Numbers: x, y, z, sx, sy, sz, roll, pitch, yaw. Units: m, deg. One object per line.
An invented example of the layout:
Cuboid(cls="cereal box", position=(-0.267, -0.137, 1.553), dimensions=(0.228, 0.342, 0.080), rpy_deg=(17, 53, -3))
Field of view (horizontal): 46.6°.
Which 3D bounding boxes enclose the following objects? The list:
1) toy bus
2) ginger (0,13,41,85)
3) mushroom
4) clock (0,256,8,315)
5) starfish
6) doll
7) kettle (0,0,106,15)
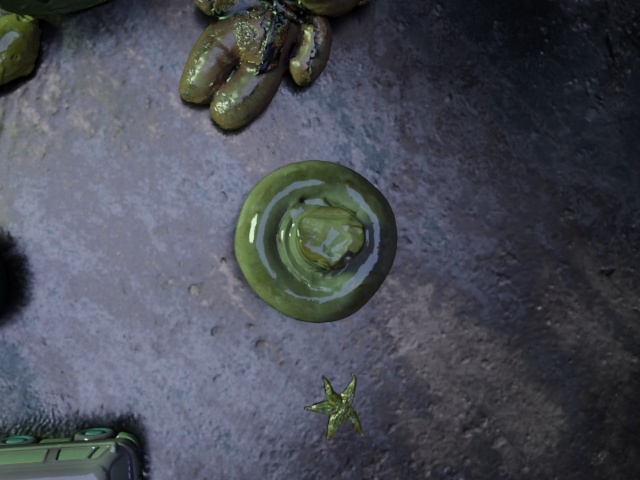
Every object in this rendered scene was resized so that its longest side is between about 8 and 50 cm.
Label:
Cuboid(cls="toy bus", position=(-0.310, 0.304, 0.865), dimensions=(0.202, 0.142, 0.142), rpy_deg=(-1, 88, -10))
Cuboid(cls="ginger", position=(-0.443, -0.219, 0.902), dimensions=(0.214, 0.059, 0.133), rpy_deg=(-45, 100, -6))
Cuboid(cls="mushroom", position=(0.000, 0.000, 0.897), dimensions=(0.204, 0.204, 0.204), rpy_deg=(0, 88, -9))
Cuboid(cls="clock", position=(-0.483, 0.066, 0.846), dimensions=(0.243, 0.146, 0.200), rpy_deg=(-27, 98, -5))
Cuboid(cls="starfish", position=(0.029, 0.222, 0.989), dimensions=(0.086, 0.016, 0.092), rpy_deg=(31, 81, -9))
Cuboid(cls="doll", position=(-0.058, -0.282, 0.923), dimensions=(0.201, 0.156, 0.303), rpy_deg=(33, 88, -13))
Cuboid(cls="kettle", position=(-0.376, -0.464, 0.856), dimensions=(0.361, 0.250, 0.377), rpy_deg=(-26, 90, 20))
